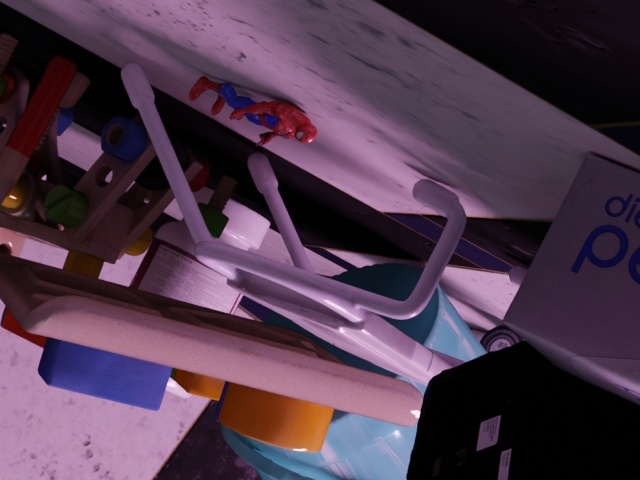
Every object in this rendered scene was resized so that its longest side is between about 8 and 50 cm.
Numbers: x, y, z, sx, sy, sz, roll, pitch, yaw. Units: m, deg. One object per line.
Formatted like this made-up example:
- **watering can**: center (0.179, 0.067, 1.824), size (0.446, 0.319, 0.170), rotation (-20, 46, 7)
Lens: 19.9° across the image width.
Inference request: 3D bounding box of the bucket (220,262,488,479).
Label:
- **bucket**: center (0.048, 0.167, 1.751), size (0.281, 0.281, 0.183), rotation (19, 147, 57)

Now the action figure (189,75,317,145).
- **action figure**: center (-0.041, -0.083, 1.214), size (0.115, 0.030, 0.038), rotation (19, 166, 46)

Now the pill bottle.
- **pill bottle**: center (-0.150, 0.055, 2.048), size (0.121, 0.221, 0.121), rotation (27, 175, 3)

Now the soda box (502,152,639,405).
- **soda box**: center (0.235, 0.062, 0.843), size (0.286, 0.098, 0.091), rotation (25, 174, 28)

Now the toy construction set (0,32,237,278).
- **toy construction set**: center (-0.260, -0.031, 1.668), size (0.257, 0.237, 0.309), rotation (26, 174, 13)

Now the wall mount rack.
- **wall mount rack**: center (0.000, 0.000, 1.335), size (0.304, 0.130, 0.350), rotation (20, 172, 30)

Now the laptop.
- **laptop**: center (0.193, 0.132, 1.014), size (0.137, 0.264, 0.234), rotation (62, -163, -14)

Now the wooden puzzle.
- **wooden puzzle**: center (-0.121, 0.095, 1.505), size (0.322, 0.081, 0.348), rotation (16, 179, -21)

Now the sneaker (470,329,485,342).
- **sneaker**: center (0.187, 0.182, 2.139), size (0.126, 0.127, 0.321), rotation (29, 173, -4)

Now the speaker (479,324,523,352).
- **speaker**: center (0.214, 0.133, 1.886), size (0.055, 0.055, 0.136), rotation (23, 173, 37)
